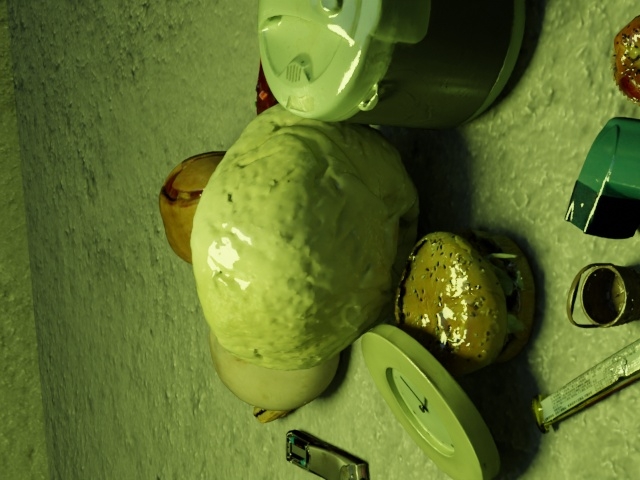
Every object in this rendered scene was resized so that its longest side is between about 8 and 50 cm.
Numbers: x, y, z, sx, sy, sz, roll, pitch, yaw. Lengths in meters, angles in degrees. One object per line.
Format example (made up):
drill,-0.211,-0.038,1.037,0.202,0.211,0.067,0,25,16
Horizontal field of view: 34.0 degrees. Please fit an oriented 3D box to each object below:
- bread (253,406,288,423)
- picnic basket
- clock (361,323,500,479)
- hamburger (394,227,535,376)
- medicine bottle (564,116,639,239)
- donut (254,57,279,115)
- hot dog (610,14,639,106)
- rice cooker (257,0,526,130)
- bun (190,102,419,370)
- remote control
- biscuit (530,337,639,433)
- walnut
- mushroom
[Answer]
bread,-0.070,0.255,1.708,0.106,0.053,0.072,-43,31,47
picnic basket,0.289,0.058,1.083,0.072,0.083,0.072,-3,86,59
clock,0.131,0.202,1.282,0.235,0.029,0.235,50,163,21
hamburger,0.170,0.067,1.253,0.185,0.113,0.177,-51,47,47
medicine bottle,0.349,-0.048,0.991,0.258,0.079,0.124,18,102,57
donut,-0.018,-0.231,1.585,0.235,0.089,0.235,2,93,58
hot dog,0.353,-0.207,1.009,0.191,0.059,0.108,-50,45,49
rice cooker,0.071,-0.274,1.260,0.288,0.277,0.288,-4,86,60
bun,0.000,0.000,1.342,0.227,0.352,0.349,9,87,26
remote control,0.005,0.339,1.603,0.212,0.028,0.059,9,96,59
biscuit,0.315,0.133,1.098,0.292,0.026,0.048,-45,48,48
walnut,-0.153,-0.053,1.720,0.298,0.203,0.203,-3,87,57
mushroom,-0.063,0.150,1.599,0.204,0.204,0.204,0,90,59
